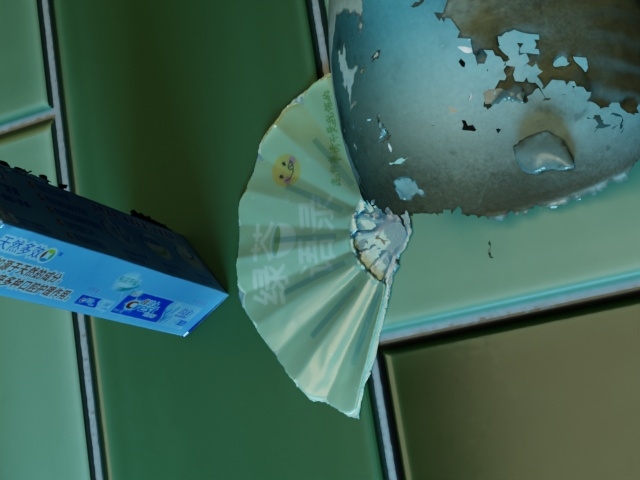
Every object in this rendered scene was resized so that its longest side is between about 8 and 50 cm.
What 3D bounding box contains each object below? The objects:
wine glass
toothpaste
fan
[{"bbox_3d":[0.085,-0.184,0.736,0.190,0.190,0.357,-14,72,22],"label":"wine glass"},{"bbox_3d":[-0.147,0.009,0.758,0.053,0.272,0.066,-42,69,9],"label":"toothpaste"},{"bbox_3d":[0.000,0.000,0.840,0.131,0.009,0.240,-6,80,26],"label":"fan"}]
